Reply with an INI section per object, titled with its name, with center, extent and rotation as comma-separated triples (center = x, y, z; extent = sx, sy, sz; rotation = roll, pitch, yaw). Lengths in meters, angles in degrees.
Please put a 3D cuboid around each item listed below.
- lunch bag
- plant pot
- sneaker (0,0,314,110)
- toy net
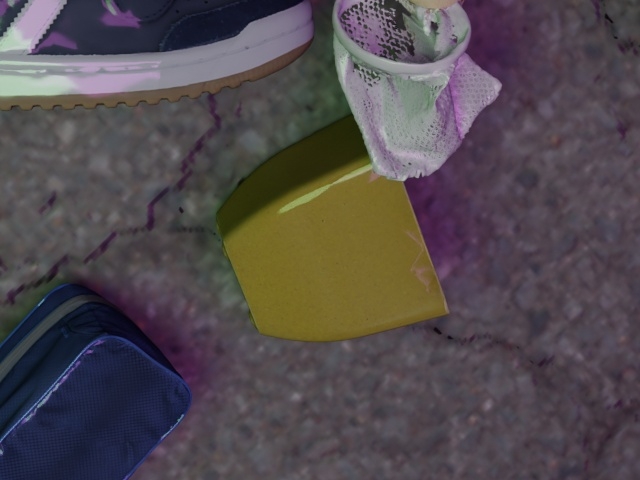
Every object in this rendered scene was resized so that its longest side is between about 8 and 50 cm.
[lunch bag]
center = -0.114, 0.074, 0.871
extent = 0.098, 0.065, 0.067
rotation = -46, 125, 0
[plant pot]
center = 0.000, 0.000, 0.874
extent = 0.083, 0.081, 0.081
rotation = -21, 108, 0
[sneaker]
center = -0.141, -0.135, 0.791
extent = 0.282, 0.099, 0.153
rotation = -3, 107, -10
[toy net]
center = 0.040, -0.143, 0.821
extent = 0.122, 0.045, 0.232
rotation = 14, 76, -21
